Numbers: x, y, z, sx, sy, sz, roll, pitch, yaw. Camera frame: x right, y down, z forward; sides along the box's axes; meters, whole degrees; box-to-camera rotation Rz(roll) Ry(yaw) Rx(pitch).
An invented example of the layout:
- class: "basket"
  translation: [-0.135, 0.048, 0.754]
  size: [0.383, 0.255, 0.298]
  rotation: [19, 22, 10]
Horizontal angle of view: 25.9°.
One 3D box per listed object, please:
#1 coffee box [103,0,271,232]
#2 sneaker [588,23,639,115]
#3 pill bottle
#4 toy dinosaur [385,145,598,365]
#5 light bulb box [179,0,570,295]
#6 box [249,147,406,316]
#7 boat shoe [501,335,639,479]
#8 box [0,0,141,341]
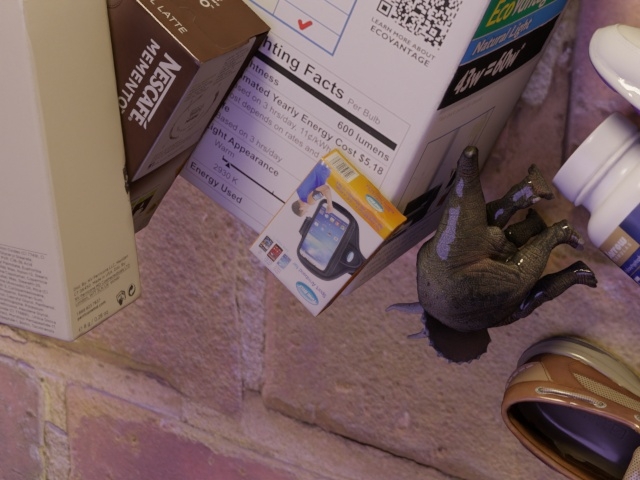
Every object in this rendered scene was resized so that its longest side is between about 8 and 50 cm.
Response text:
- class: "coffee box"
  translation: [-0.165, -0.118, 1.127]
  size: [0.141, 0.098, 0.246]
  rotation: [45, 130, 8]
- class: "sneaker"
  translation: [0.362, -0.132, 1.069]
  size: [0.305, 0.114, 0.152]
  rotation: [20, 114, 15]
- class: "pill bottle"
  translation: [0.289, -0.016, 1.155]
  size: [0.186, 0.112, 0.112]
  rotation: [43, 127, 10]
- class: "toy dinosaur"
  translation: [0.142, 0.027, 1.200]
  size: [0.160, 0.313, 0.121]
  rotation: [-36, 71, -4]
- class: "light bulb box"
  translation: [0.002, -0.218, 1.176]
  size: [0.358, 0.225, 0.361]
  rotation: [36, 126, 15]
- class: "box"
  translation: [0.000, 0.000, 1.119]
  size: [0.081, 0.028, 0.136]
  rotation: [45, 127, 7]
- class: "boat shoe"
  translation: [0.303, 0.208, 1.243]
  size: [0.324, 0.116, 0.123]
  rotation: [26, 123, 21]
- class: "box"
  translation: [-0.217, -0.070, 1.060]
  size: [0.113, 0.094, 0.275]
  rotation: [13, 119, 29]
